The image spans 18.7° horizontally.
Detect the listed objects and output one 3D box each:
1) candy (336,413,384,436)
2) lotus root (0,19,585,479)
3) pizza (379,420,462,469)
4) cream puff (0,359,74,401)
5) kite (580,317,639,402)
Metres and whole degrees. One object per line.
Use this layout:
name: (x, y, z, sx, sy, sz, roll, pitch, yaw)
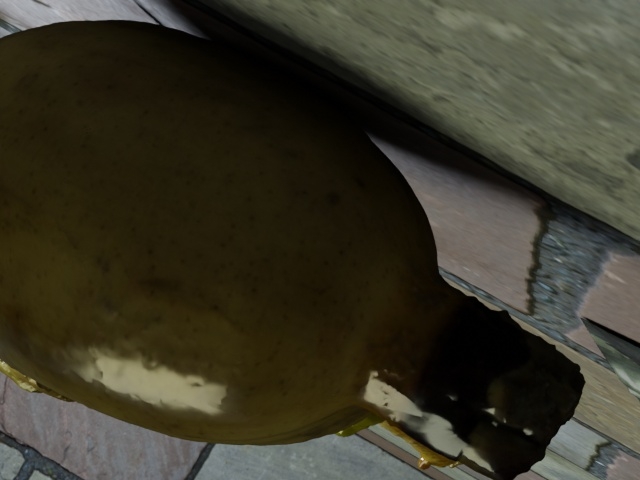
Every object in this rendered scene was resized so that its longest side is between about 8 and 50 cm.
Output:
candy: (-0.017, 0.056, 1.377, 0.199, 0.094, 0.106, 43, 173, -35)
lotus root: (-0.036, 0.011, 0.818, 0.310, 0.182, 0.183, 25, 171, 27)
pizza: (0.008, 0.113, 1.726, 0.182, 0.073, 0.365, 11, 160, 44)
cream puff: (-0.264, 0.053, 1.951, 0.244, 0.196, 0.244, 32, 174, 4)
kite: (0.240, 0.123, 1.077, 0.169, 0.015, 0.310, 27, 171, 25)
